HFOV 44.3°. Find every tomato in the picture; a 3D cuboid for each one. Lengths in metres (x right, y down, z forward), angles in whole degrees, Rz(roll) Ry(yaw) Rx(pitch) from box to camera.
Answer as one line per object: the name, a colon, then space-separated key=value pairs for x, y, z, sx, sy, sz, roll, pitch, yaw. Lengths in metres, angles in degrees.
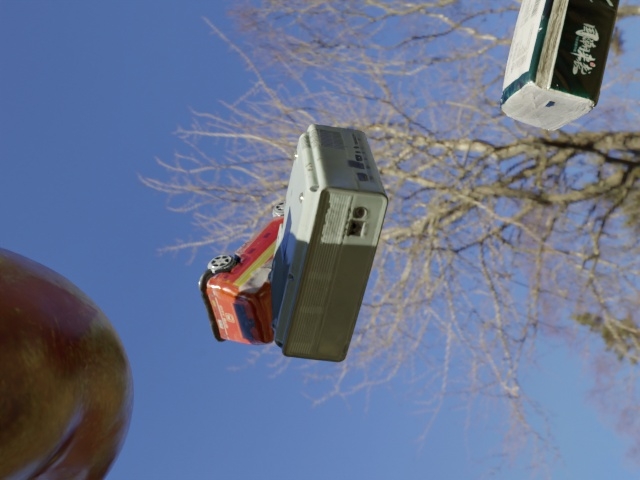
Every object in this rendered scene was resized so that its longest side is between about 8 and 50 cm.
tomato: x=-0.272 y=0.115 z=0.521 sx=0.270 sy=0.222 sz=0.270 roll=-47 pitch=-18 yaw=-21

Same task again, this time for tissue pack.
tissue pack: x=0.259 y=-0.216 z=0.851 sx=0.090 sy=0.103 sz=0.170 roll=19 pitch=-102 yaw=-7

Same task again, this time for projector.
projector: x=0.000 y=0.000 z=0.600 sx=0.061 sy=0.115 sz=0.147 roll=8 pitch=-60 yaw=-9

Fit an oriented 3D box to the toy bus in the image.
toy bus: x=-0.035 y=0.026 z=0.753 sx=0.174 sy=0.077 sz=0.079 roll=-44 pitch=-47 yaw=-41
